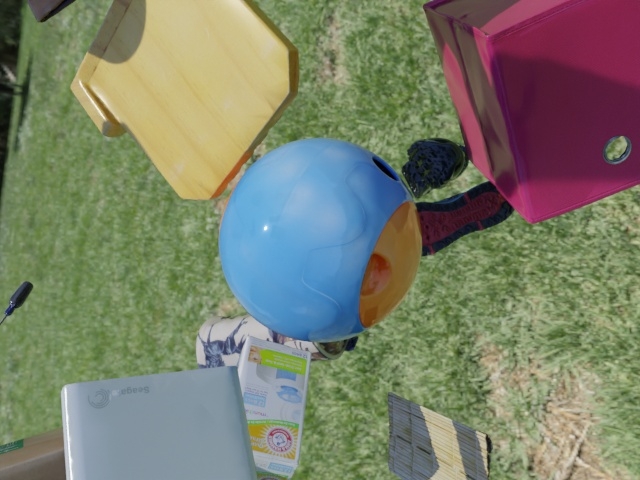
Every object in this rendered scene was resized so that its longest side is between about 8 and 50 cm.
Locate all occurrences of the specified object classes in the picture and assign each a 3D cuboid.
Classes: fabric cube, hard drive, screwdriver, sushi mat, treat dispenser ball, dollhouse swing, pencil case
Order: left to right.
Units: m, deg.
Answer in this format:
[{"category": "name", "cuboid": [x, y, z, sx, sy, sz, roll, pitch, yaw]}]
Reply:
[{"category": "screwdriver", "cuboid": [-0.548, 0.139, 1.101, 0.025, 0.024, 0.170, -13, 40, 40]}, {"category": "hard drive", "cuboid": [-0.162, 0.299, 0.697, 0.040, 0.203, 0.307, -49, 49, 52]}, {"category": "dollhouse swing", "cuboid": [-0.163, -0.287, 1.011, 0.347, 0.305, 0.315, -47, 4, 31]}, {"category": "pencil case", "cuboid": [-0.114, 0.223, 1.494, 0.410, 0.183, 0.160, -19, 88, 36]}, {"category": "treat dispenser ball", "cuboid": [0.000, 0.000, 0.913, 0.288, 0.288, 0.288, -21, 66, 59]}, {"category": "sushi mat", "cuboid": [0.188, 0.356, 1.062, 0.316, 0.019, 0.151, 178, 94, -69]}, {"category": "fabric cube", "cuboid": [0.321, -0.224, 0.857, 0.259, 0.254, 0.258, -106, -6, -61]}]

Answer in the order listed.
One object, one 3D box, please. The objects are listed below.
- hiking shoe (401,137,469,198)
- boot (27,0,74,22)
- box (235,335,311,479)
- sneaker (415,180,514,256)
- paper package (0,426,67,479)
[{"category": "hiking shoe", "cuboid": [0.259, -0.176, 1.367, 0.113, 0.132, 0.304, 60, 176, 0]}, {"category": "boot", "cuboid": [-0.310, -0.340, 0.583, 0.096, 0.264, 0.280, -66, -45, -62]}, {"category": "box", "cuboid": [-0.088, 0.271, 1.006, 0.203, 0.114, 0.103, -82, 12, -46]}, {"category": "sneaker", "cuboid": [0.250, -0.035, 1.249, 0.125, 0.262, 0.104, 8, -114, -79]}, {"category": "paper package", "cuboid": [-0.364, 0.417, 0.839, 0.168, 0.325, 0.309, -25, 80, 63]}]
